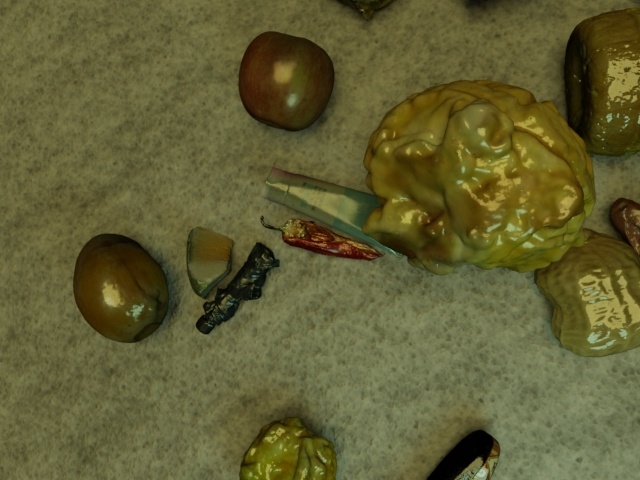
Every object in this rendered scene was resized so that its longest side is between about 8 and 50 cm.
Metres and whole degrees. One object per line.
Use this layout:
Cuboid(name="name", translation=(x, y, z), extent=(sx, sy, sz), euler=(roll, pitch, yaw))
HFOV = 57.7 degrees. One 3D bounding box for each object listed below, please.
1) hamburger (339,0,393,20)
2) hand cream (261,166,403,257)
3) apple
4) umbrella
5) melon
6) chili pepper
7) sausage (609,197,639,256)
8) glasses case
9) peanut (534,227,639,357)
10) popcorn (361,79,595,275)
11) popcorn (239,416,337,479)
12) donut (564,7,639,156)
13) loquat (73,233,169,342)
Cuboid(name="hamburger", translation=(0.084, -0.575, 1.168), extent=(0.189, 0.122, 0.215), euler=(-41, 80, 6))
Cuboid(name="hand cream", translation=(0.037, -0.064, 1.172), extent=(0.312, 0.070, 0.111), euler=(18, 88, 5))
Cuboid(name="apple", translation=(-0.069, -0.309, 1.138), extent=(0.188, 0.188, 0.174), euler=(18, 96, 8))
Cuboid(name="umbrella", translation=(-0.168, 0.108, 1.191), extent=(0.071, 0.080, 0.224), euler=(40, 97, -26))
Cuboid(name="melon", translation=(-0.228, 0.065, 1.183), extent=(0.093, 0.203, 0.140), euler=(4, 122, -10))
Cuboid(name="chili pepper", translation=(0.000, 0.000, 1.182), extent=(0.267, 0.051, 0.059), euler=(15, 58, 7))
Cuboid(name="sausage", translation=(0.633, 0.067, 1.075), extent=(0.087, 0.079, 0.327), euler=(-20, 85, -9))
Cuboid(name="glasses case", translation=(0.222, 0.492, 1.082), extent=(0.082, 0.122, 0.321), euler=(37, 92, 10))
Cuboid(name="peanut", translation=(0.507, 0.094, 1.071), extent=(0.196, 0.110, 0.233), euler=(-22, 83, 18))
Cuboid(name="popcorn", translation=(0.272, -0.114, 1.003), extent=(0.389, 0.344, 0.354), euler=(-2, 61, -23))
Cuboid(name="popcorn", translation=(-0.056, 0.439, 1.115), extent=(0.197, 0.155, 0.198), euler=(-5, 79, 27))
Cuboid(name="donut", translation=(0.525, -0.283, 1.048), extent=(0.128, 0.208, 0.262), euler=(-4, 81, 8))
Cuboid(name="loquat", translation=(-0.401, 0.092, 1.164), extent=(0.179, 0.179, 0.227), euler=(-35, 78, 4))
